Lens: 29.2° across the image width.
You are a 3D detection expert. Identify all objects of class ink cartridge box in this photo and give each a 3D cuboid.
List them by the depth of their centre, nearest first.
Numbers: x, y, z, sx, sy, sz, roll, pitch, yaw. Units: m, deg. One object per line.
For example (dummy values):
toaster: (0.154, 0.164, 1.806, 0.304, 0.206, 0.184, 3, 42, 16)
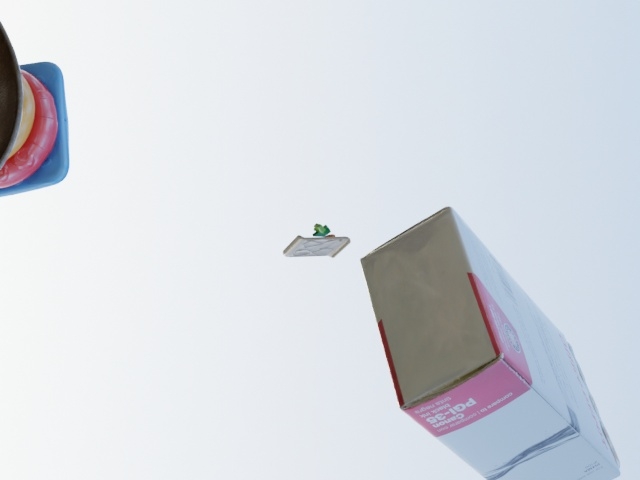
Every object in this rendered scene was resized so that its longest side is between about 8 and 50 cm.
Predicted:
ink cartridge box: (0.177, 0.132, 1.269, 0.117, 0.283, 0.207, -31, -137, 17)

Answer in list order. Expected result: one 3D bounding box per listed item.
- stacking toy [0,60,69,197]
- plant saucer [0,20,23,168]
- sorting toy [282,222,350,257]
stacking toy: (-0.435, -0.166, 1.481, 0.165, 0.302, 0.175, -9, -102, 11)
plant saucer: (-0.361, -0.116, 0.833, 0.050, 0.310, 0.311, -50, -150, 44)
sorting toy: (0.000, 0.000, 1.339, 0.083, 0.062, 0.012, 135, -46, -59)
